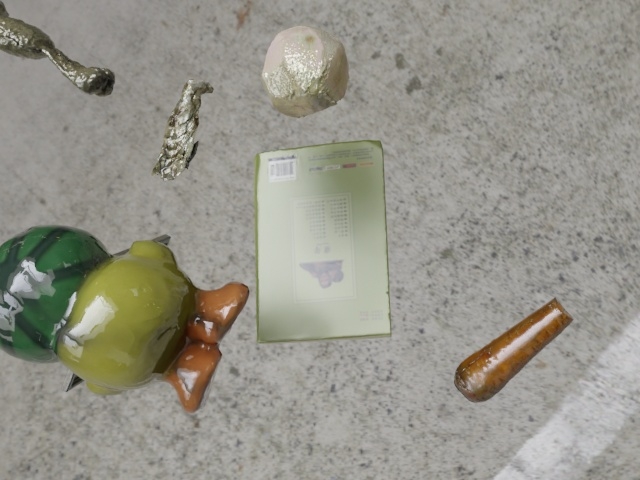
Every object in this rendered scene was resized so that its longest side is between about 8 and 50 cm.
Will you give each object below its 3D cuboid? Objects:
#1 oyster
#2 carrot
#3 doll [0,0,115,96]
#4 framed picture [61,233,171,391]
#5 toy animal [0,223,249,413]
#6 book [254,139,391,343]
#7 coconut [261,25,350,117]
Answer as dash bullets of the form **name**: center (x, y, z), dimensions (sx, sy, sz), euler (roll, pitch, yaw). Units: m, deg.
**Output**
- **oyster**: center (-0.268, -0.202, 1.383), dimensions (0.106, 0.061, 0.200), euler (-3, 71, 32)
- **carrot**: center (0.227, 0.132, 0.881), dimensions (0.161, 0.055, 0.055), euler (-44, 58, 20)
- **doll**: center (-0.467, -0.314, 1.165), dimensions (0.286, 0.203, 0.091), euler (42, 120, 30)
- **framed picture**: center (-0.333, 0.115, 1.227), dimensions (0.016, 0.184, 0.250), euler (27, 106, 8)
- **toy animal**: center (-0.280, 0.094, 0.970), dimensions (0.338, 0.191, 0.216), euler (19, 90, -2)
- **book**: center (0.000, 0.000, 1.306), dimensions (0.239, 0.035, 0.352), euler (-4, 77, 9)
- **coconut**: center (-0.028, -0.359, 1.563), dimensions (0.194, 0.194, 0.194), euler (-9, 72, 30)
